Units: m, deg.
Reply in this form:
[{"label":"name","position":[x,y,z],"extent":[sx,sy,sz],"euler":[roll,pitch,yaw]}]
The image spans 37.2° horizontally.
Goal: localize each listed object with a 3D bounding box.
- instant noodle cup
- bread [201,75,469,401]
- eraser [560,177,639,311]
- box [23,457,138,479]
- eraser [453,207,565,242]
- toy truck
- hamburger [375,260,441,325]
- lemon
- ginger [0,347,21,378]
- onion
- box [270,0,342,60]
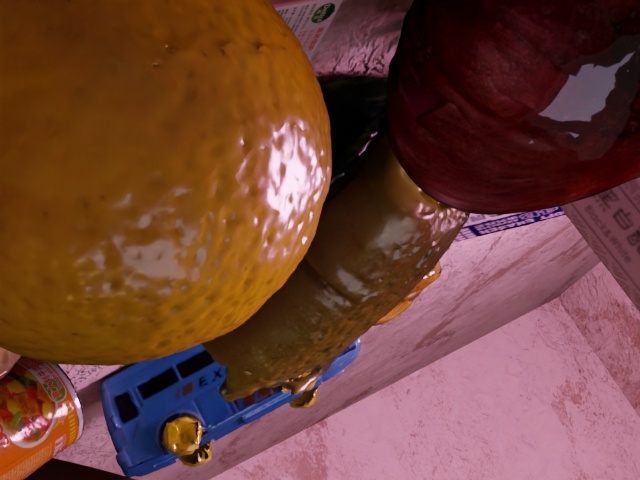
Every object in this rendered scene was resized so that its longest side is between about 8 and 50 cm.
[{"label":"instant noodle cup","position":[-0.366,0.212,1.034],"extent":[0.185,0.168,0.168],"euler":[-26,164,-43]},{"label":"bread","position":[0.000,0.000,0.993],"extent":[0.376,0.208,0.251],"euler":[-47,163,32]},{"label":"eraser","position":[0.309,-0.054,1.002],"extent":[0.096,0.403,0.098],"euler":[-44,161,30]},{"label":"box","position":[-0.395,0.467,1.367],"extent":[0.340,0.239,0.229],"euler":[1,-168,38]},{"label":"eraser","position":[0.263,-0.072,1.272],"extent":[0.287,0.086,0.130],"euler":[-14,164,19]},{"label":"toy truck","position":[-0.131,0.203,1.390],"extent":[0.385,0.162,0.161],"euler":[-28,163,-8]},{"label":"hamburger","position":[0.093,0.048,1.457],"extent":[0.177,0.113,0.185],"euler":[-30,157,16]},{"label":"lemon","position":[-0.119,-0.050,0.544],"extent":[0.267,0.267,0.267],"euler":[-29,163,-10]},{"label":"ginger","position":[-0.396,0.118,0.728],"extent":[0.354,0.126,0.190],"euler":[-20,164,-35]},{"label":"onion","position":[0.222,-0.144,0.731],"extent":[0.347,0.285,0.347],"euler":[-44,167,-13]},{"label":"box","position":[-0.047,-0.152,0.717],"extent":[0.089,0.043,0.125],"euler":[-20,159,-35]}]
